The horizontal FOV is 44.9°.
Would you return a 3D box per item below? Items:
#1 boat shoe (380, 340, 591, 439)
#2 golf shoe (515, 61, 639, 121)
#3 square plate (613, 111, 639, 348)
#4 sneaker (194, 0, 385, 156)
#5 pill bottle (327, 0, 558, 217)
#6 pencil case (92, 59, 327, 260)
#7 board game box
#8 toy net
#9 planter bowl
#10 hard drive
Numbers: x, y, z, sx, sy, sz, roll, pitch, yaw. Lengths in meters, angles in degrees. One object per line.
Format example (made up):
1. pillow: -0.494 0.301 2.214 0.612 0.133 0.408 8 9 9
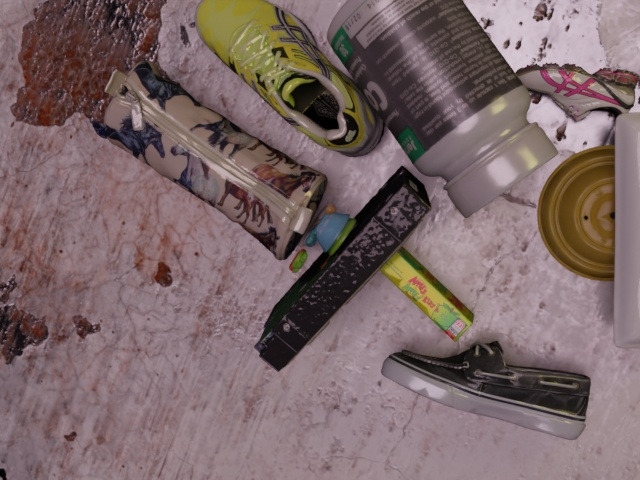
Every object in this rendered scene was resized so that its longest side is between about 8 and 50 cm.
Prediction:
1. boat shoe: 0.269 0.219 1.255 0.334 0.121 0.119 15 90 1
2. golf shoe: 0.393 -0.231 1.205 0.186 0.067 0.086 10 98 13
3. square plate: 0.601 -0.015 1.127 0.343 0.049 0.348 -2 94 -5
4. sneaker: -0.056 -0.288 1.270 0.384 0.147 0.145 38 103 10
5. pill bottle: 0.188 -0.229 1.185 0.204 0.204 0.361 -36 85 13
6. pencil case: -0.174 -0.134 1.292 0.410 0.183 0.160 34 100 8
7. board game box: 0.170 0.080 1.268 0.181 0.092 0.043 44 101 7
8. toy net: 0.000 0.000 1.237 0.045 0.232 0.122 33 93 -4
9. planter bowl: 0.448 -0.040 1.194 0.217 0.090 0.217 1 94 14
10. hard drive: 0.039 0.037 1.222 0.064 0.237 0.339 42 101 -4
